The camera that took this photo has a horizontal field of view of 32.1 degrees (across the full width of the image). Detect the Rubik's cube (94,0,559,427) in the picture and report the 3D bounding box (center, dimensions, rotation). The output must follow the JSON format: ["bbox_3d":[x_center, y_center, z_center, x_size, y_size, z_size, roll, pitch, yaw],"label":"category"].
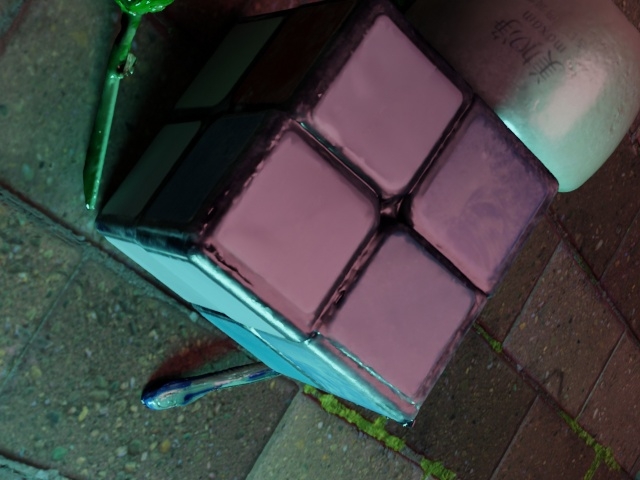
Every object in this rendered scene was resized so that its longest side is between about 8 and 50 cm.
[{"bbox_3d":[0.001,-0.038,1.180,0.318,0.316,0.313,41,76,-26],"label":"Rubik's cube"}]

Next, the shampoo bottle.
[{"bbox_3d":[0.254,-0.214,1.448,0.317,0.322,0.322,-44,143,6],"label":"shampoo bottle"}]

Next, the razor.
[{"bbox_3d":[-0.096,0.169,1.473,0.324,0.056,0.093,-17,124,-45],"label":"razor"}]

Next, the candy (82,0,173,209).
[{"bbox_3d":[-0.207,-0.176,1.137,0.097,0.097,0.323,-10,127,-48],"label":"candy"}]
